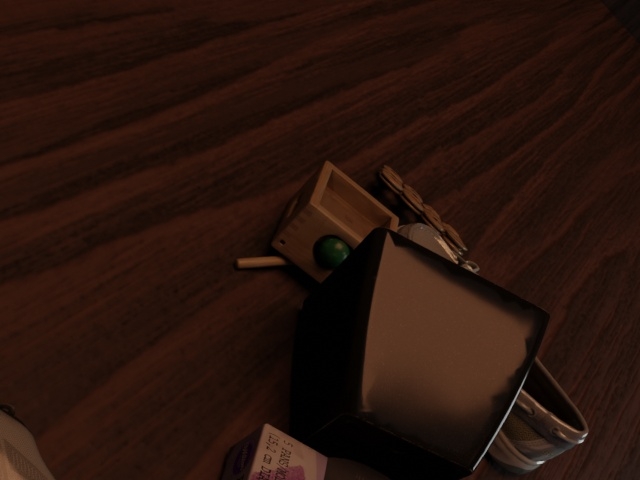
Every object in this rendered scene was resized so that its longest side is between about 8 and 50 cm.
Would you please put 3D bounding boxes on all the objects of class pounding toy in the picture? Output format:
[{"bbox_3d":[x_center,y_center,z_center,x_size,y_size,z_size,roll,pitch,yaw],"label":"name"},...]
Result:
[{"bbox_3d":[0.000,0.000,0.893,0.130,0.100,0.141,38,29,-11],"label":"pounding toy"}]

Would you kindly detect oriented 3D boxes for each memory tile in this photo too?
[{"bbox_3d":[0.131,-0.042,1.055,0.148,0.012,0.113,44,12,-3],"label":"memory tile"}]

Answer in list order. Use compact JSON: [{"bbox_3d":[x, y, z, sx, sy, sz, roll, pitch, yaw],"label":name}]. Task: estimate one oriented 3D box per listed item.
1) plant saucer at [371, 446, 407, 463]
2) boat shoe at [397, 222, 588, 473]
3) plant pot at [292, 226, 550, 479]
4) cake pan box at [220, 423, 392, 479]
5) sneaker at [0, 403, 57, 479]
[{"bbox_3d":[0.084,0.225,0.825,0.083,0.013,0.083,23,45,-26],"label":"plant saucer"},{"bbox_3d":[0.185,0.106,0.944,0.118,0.103,0.320,-5,60,-45],"label":"boat shoe"},{"bbox_3d":[0.075,0.130,0.762,0.187,0.188,0.167,27,54,-10],"label":"plant pot"},{"bbox_3d":[0.012,0.309,0.647,0.246,0.070,0.267,35,41,-17],"label":"cake pan box"},{"bbox_3d":[-0.262,0.131,0.544,0.271,0.100,0.108,51,25,0],"label":"sneaker"}]
